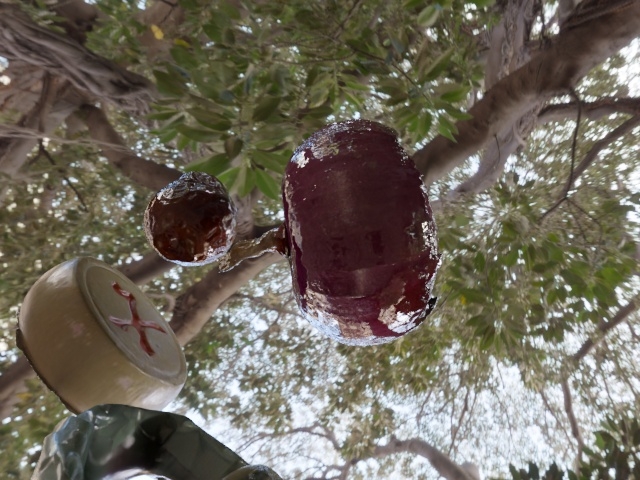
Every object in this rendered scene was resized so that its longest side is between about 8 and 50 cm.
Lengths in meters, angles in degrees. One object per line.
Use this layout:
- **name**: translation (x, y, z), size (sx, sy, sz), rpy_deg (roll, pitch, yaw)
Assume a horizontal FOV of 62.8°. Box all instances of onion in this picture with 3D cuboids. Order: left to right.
- **onion**: translation (0.038, -0.006, 0.832), size (0.345, 0.358, 0.358), rpy_deg (-16, -93, -25)

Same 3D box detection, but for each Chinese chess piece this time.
- **Chinese chess piece**: translation (-0.405, 0.189, 1.000), size (0.140, 0.338, 0.338), rpy_deg (-36, -100, -1)

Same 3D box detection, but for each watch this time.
- **watch**: translation (-0.169, 0.252, 0.502), size (0.241, 0.253, 0.162), rpy_deg (24, -89, 19)

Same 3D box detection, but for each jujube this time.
- **jujube**: translation (-0.271, -0.057, 1.126), size (0.190, 0.255, 0.190), rpy_deg (-2, -52, -3)
